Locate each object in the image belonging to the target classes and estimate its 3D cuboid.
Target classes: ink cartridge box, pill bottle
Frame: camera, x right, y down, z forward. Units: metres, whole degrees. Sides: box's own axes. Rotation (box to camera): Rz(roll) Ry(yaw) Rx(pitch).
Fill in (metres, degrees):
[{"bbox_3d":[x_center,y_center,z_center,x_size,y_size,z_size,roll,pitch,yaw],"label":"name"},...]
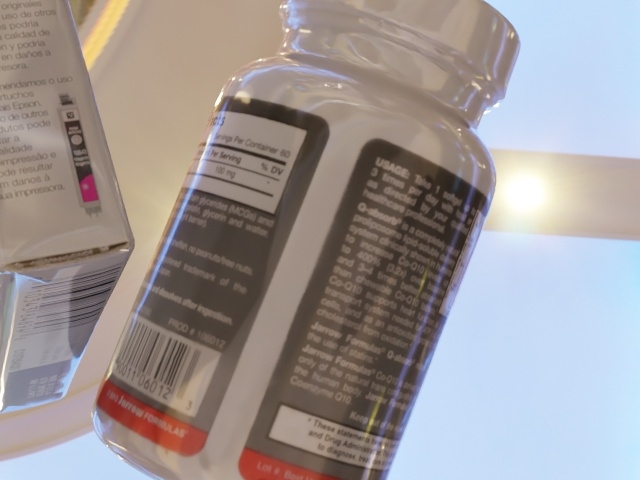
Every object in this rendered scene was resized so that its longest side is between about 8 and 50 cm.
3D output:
[{"bbox_3d":[-0.202,-0.086,0.594,0.072,0.324,0.330,-10,-106,-23],"label":"ink cartridge box"},{"bbox_3d":[0.000,0.000,0.694,0.210,0.210,0.362,22,-94,1],"label":"pill bottle"}]
